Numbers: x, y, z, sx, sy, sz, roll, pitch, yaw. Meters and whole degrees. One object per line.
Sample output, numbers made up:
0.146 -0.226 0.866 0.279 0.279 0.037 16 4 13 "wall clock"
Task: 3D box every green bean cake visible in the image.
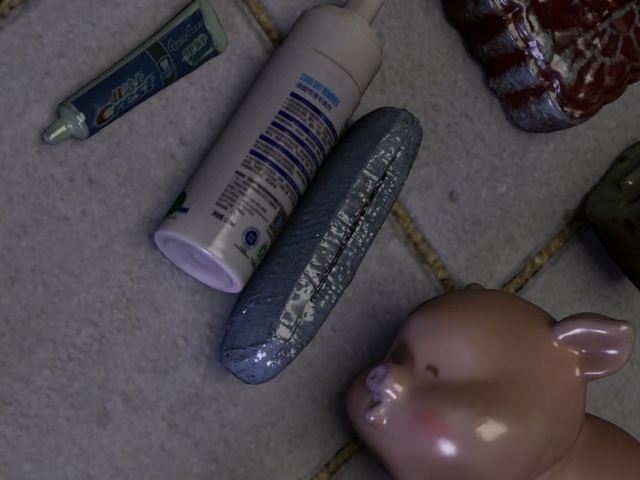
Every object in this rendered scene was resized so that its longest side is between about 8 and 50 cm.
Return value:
0.228 -0.237 1.468 0.198 0.097 0.232 -34 101 -26 "green bean cake"

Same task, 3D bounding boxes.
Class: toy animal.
0.174 0.187 1.346 0.326 0.237 0.269 23 83 -27 "toy animal"

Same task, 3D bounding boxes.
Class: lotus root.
0.364 -0.041 1.503 0.235 0.138 0.119 -38 108 -25 "lotus root"

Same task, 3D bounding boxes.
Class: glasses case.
0.000 0.000 1.323 0.067 0.109 0.282 36 70 -19 "glasses case"

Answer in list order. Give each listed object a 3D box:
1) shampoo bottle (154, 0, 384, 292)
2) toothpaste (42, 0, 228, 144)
-0.030 -0.102 1.326 0.092 0.092 0.303 38 70 -20 "shampoo bottle"
-0.158 -0.139 1.296 0.197 0.035 0.057 -39 120 -26 "toothpaste"
